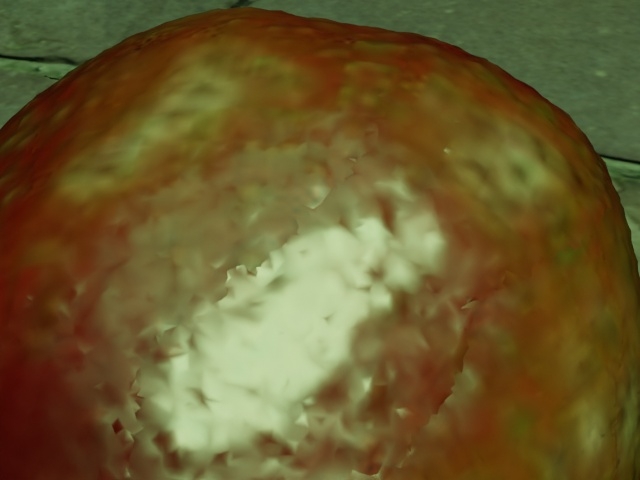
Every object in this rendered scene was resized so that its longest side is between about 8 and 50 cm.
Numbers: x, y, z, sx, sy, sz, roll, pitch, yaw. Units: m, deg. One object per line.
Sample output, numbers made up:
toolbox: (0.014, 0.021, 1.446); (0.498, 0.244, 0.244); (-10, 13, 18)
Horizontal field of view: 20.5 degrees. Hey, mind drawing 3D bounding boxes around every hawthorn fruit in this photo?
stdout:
hawthorn fruit: (-0.050, 0.086, 0.592); (0.285, 0.285, 0.369); (22, 40, 35)
